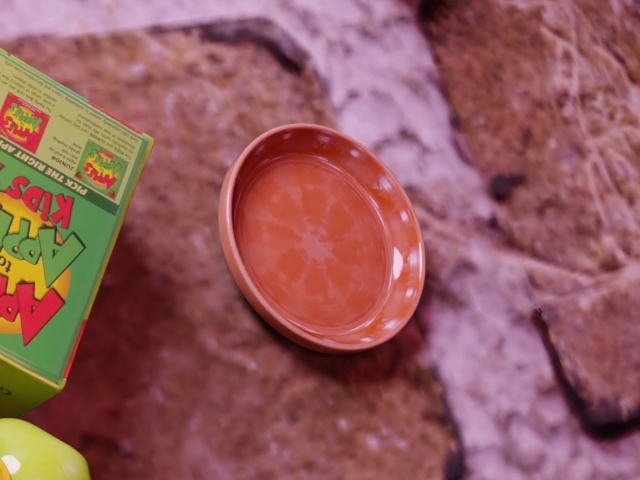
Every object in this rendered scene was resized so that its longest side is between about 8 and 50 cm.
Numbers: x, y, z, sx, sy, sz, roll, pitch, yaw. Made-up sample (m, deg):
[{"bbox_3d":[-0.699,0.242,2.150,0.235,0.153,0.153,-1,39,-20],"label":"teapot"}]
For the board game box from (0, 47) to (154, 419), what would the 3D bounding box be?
[{"bbox_3d":[-0.144,-0.031,0.500,0.181,0.043,0.092,31,55,-22],"label":"board game box"}]

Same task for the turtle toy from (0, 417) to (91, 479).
[{"bbox_3d":[-0.117,0.066,0.455,0.130,0.095,0.066,20,38,-29],"label":"turtle toy"}]

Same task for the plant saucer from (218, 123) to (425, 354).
[{"bbox_3d":[0.000,0.000,0.614,0.083,0.013,0.084,15,61,-30],"label":"plant saucer"}]
